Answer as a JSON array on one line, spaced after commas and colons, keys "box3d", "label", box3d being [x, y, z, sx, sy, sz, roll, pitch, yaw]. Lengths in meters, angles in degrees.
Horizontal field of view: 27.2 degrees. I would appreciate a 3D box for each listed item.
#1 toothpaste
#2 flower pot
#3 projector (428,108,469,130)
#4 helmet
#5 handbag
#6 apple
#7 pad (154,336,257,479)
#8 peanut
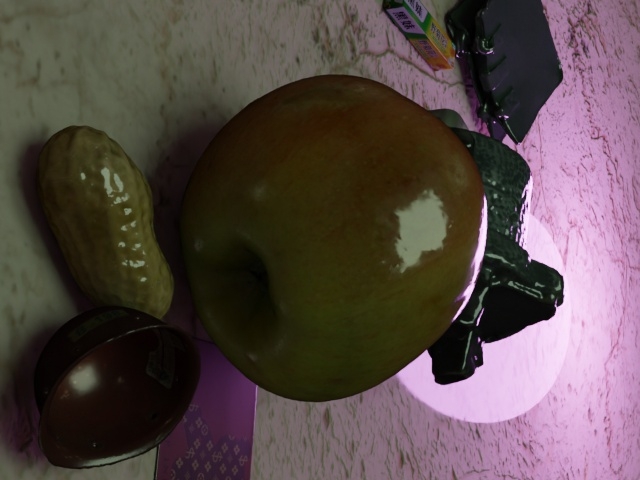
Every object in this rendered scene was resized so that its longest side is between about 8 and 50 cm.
[{"box3d": [0.149, -0.315, 1.971, 0.178, 0.037, 0.043, 40, 54, -50], "label": "toothpaste"}, {"box3d": [0.168, 0.026, 1.711, 0.299, 0.299, 0.283, 47, 44, -47], "label": "flower pot"}, {"box3d": [0.168, -0.134, 1.936, 0.083, 0.083, 0.082, 52, 44, -43], "label": "projector"}, {"box3d": [-0.212, 0.128, 1.251, 0.175, 0.106, 0.155, -36, 137, -25], "label": "helmet"}, {"box3d": [0.309, -0.313, 2.200, 0.260, 0.079, 0.248, -53, 130, -47], "label": "handbag"}, {"box3d": [0.000, 0.000, 1.431, 0.305, 0.338, 0.338, -37, 120, -31], "label": "apple"}, {"box3d": [-0.127, 0.247, 1.478, 0.181, 0.004, 0.267, 23, 68, -56], "label": "pad"}, {"box3d": [-0.203, -0.010, 1.291, 0.108, 0.095, 0.226, -46, 126, -47], "label": "peanut"}]
